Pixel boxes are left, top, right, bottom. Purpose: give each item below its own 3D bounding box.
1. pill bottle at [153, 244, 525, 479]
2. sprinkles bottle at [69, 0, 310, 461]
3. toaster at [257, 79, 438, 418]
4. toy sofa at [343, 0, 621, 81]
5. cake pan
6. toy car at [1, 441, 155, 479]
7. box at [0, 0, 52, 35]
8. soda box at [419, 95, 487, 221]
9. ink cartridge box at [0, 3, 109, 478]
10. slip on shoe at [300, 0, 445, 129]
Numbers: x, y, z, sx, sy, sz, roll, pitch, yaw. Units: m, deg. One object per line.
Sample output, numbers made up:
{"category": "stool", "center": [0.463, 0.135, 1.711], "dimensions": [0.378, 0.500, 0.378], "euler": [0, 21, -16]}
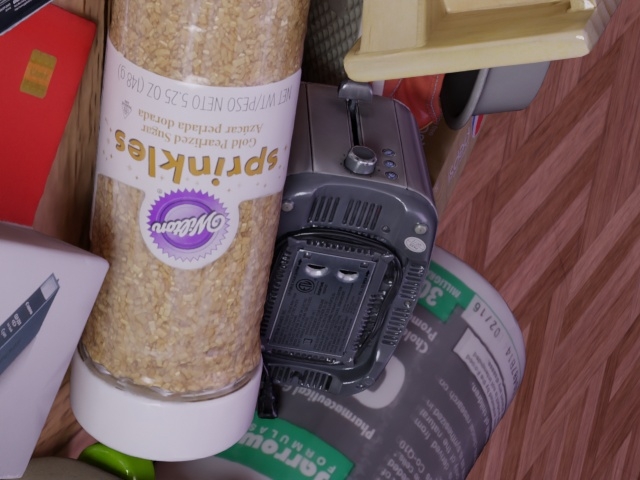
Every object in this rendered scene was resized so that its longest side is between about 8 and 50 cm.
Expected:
{"category": "pill bottle", "center": [-0.009, 0.177, 1.442], "dimensions": [0.361, 0.204, 0.204], "euler": [-55, 156, -33]}
{"category": "sprinkles bottle", "center": [-0.078, -0.041, 1.167], "dimensions": [0.121, 0.121, 0.355], "euler": [-39, 145, -53]}
{"category": "toaster", "center": [0.000, 0.000, 1.331], "dimensions": [0.146, 0.129, 0.227], "euler": [-91, -167, -49]}
{"category": "toy sofa", "center": [0.061, -0.281, 1.039], "dimensions": [0.177, 0.150, 0.362], "euler": [-54, 132, -51]}
{"category": "cake pan", "center": [0.141, -0.224, 1.437], "dimensions": [0.293, 0.054, 0.293], "euler": [-173, -90, -84]}
{"category": "toy car", "center": [-0.154, 0.243, 1.229], "dimensions": [0.155, 0.149, 0.188], "euler": [-21, 133, -57]}
{"category": "box", "center": [-0.155, -0.188, 0.871], "dimensions": [0.220, 0.051, 0.175], "euler": [-45, 137, -47]}
{"category": "soda box", "center": [0.096, -0.092, 1.610], "dimensions": [0.061, 0.058, 0.181], "euler": [86, 23, -49]}
{"category": "ink cartridge box", "center": [-0.198, -0.007, 0.979], "dimensions": [0.261, 0.066, 0.296], "euler": [-69, 160, 3]}
{"category": "slip on shoe", "center": [0.067, -0.208, 1.334], "dimensions": [0.101, 0.123, 0.331], "euler": [-7, 130, -25]}
